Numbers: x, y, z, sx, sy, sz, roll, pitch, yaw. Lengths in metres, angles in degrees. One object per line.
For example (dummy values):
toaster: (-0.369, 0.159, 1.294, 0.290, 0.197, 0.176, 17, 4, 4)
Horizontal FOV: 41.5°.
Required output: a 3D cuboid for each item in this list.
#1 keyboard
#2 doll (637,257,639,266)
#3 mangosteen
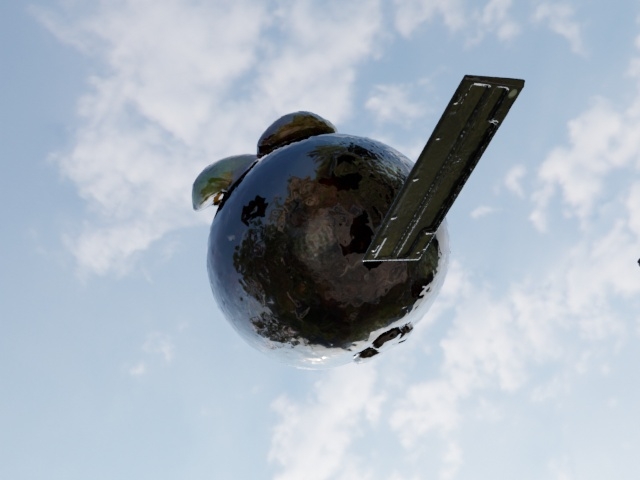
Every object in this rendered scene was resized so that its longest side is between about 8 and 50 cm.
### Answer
keyboard: (0.096, -0.052, 0.688, 0.064, 0.010, 0.198, -1, -44, -30)
doll: (0.505, -0.005, 1.070, 0.139, 0.057, 0.165, 0, -40, -23)
mangosteen: (0.000, 0.000, 0.927, 0.288, 0.288, 0.287, -7, -75, -29)
